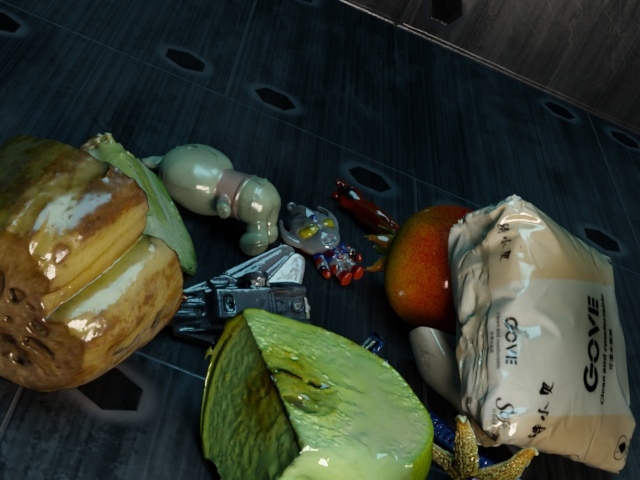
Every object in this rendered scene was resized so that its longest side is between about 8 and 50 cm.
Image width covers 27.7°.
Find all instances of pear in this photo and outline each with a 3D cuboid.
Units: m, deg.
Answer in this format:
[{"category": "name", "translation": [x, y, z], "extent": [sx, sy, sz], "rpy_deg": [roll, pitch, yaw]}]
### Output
[{"category": "pear", "translation": [0.005, 0.249, 1.650], "extent": [0.282, 0.176, 0.286], "rpy_deg": [11, 34, -33]}]

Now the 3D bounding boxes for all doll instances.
[{"category": "doll", "translation": [-0.001, 0.000, 2.233], "extent": [0.104, 0.062, 0.194], "rpy_deg": [-34, 60, -12]}, {"category": "doll", "translation": [-0.172, -0.093, 2.181], "extent": [0.275, 0.113, 0.155], "rpy_deg": [36, 30, 16]}]

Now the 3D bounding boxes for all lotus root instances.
[{"category": "lotus root", "translation": [-0.322, 0.044, 1.601], "extent": [0.316, 0.316, 0.250], "rpy_deg": [27, 41, 1]}]

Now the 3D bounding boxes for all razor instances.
[{"category": "razor", "translation": [0.170, 0.271, 1.902], "extent": [0.324, 0.093, 0.056], "rpy_deg": [39, -7, 16]}]

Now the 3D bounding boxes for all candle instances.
[{"category": "candle", "translation": [0.140, -0.007, 2.390], "extent": [0.329, 0.048, 0.051], "rpy_deg": [41, 21, 26]}]

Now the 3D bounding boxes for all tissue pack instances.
[{"category": "tissue pack", "translation": [0.335, 0.152, 1.968], "extent": [0.390, 0.195, 0.375], "rpy_deg": [21, 60, -48]}]

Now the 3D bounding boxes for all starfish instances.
[{"category": "starfish", "translation": [0.191, 0.298, 1.721], "extent": [0.176, 0.208, 0.053], "rpy_deg": [25, 48, 21]}]

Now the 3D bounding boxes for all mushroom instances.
[{"category": "mushroom", "translation": [0.211, 0.224, 1.991], "extent": [0.116, 0.093, 0.225], "rpy_deg": [34, 26, -55]}]

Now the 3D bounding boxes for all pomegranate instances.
[{"category": "pomegranate", "translation": [0.194, 0.045, 2.171], "extent": [0.257, 0.220, 0.221], "rpy_deg": [19, 22, 21]}]

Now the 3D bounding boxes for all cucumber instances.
[{"category": "cucumber", "translation": [-0.279, -0.022, 1.972], "extent": [0.145, 0.105, 0.325], "rpy_deg": [40, 11, -44]}]

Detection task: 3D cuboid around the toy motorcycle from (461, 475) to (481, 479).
[{"category": "toy motorcycle", "translation": [0.196, 0.387, 1.470], "extent": [0.108, 0.173, 0.307], "rpy_deg": [-1, -30, 29]}]

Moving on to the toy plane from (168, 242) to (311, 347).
[{"category": "toy plane", "translation": [-0.152, 0.098, 1.859], "extent": [0.316, 0.103, 0.204], "rpy_deg": [3, 68, -34]}]
